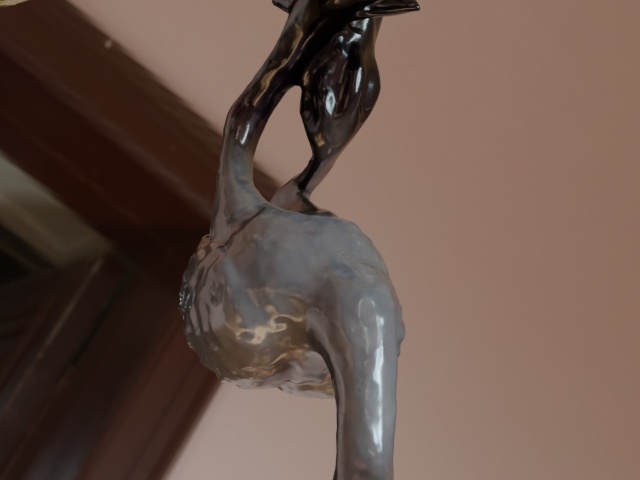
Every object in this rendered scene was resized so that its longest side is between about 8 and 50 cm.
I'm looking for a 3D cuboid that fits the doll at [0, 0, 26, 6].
[{"bbox_3d":[-0.105,-0.124,0.345,0.106,0.162,0.062,-15,-3,-5],"label":"doll"}]

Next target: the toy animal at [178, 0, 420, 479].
[{"bbox_3d":[-0.007,0.024,0.693,0.090,0.324,0.195,10,-41,-20],"label":"toy animal"}]
